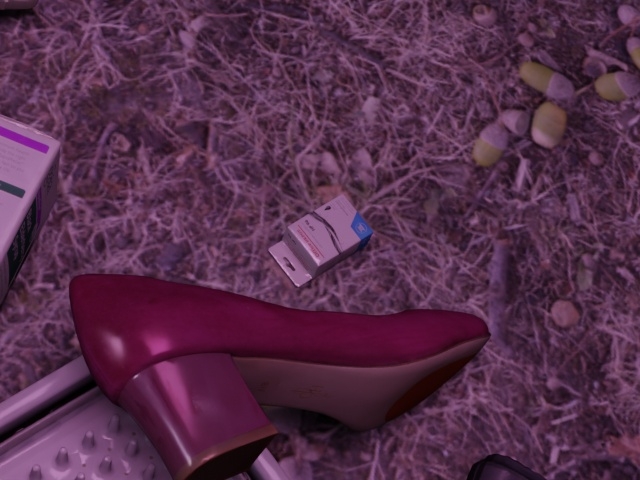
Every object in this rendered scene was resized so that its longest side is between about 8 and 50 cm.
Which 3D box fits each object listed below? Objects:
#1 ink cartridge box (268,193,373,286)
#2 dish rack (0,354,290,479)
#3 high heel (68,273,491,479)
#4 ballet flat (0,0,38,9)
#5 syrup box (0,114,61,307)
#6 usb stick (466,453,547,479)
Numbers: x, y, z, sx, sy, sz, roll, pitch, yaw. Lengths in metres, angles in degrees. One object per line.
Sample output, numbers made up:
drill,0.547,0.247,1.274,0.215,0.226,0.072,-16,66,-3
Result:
ink cartridge box,0.000,0.000,1.177,0.083,0.028,0.048,-32,75,-26
dish rack,-0.177,0.252,0.975,0.333,0.072,0.285,-31,74,-26
high heel,-0.015,0.066,1.044,0.377,0.127,0.181,-9,58,-49
ballet flat,-0.276,-0.263,1.220,0.077,0.077,0.231,47,59,-4
syrup box,-0.299,0.015,1.053,0.096,0.093,0.237,23,60,-2
usb stick,0.109,0.297,1.010,0.077,0.045,0.278,27,60,1
